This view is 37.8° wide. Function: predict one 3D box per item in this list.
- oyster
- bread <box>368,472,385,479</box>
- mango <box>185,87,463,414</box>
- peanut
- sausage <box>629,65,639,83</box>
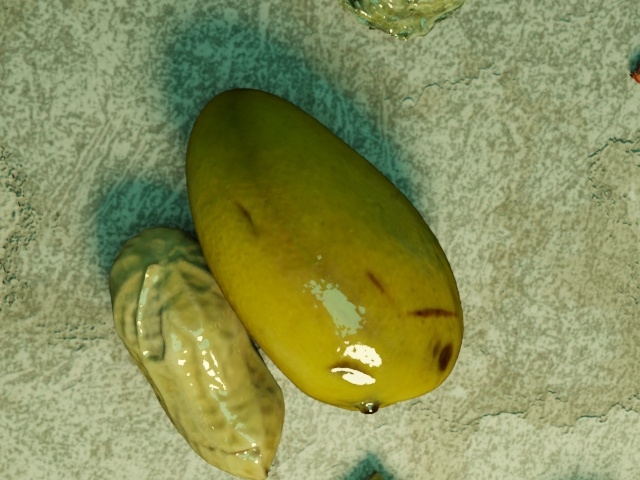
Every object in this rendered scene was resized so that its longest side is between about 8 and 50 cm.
[{"bbox_3d":[0.137,-0.376,1.170,0.198,0.112,0.268,37,89,-11],"label":"oyster"},{"bbox_3d":[-0.006,0.493,1.295,0.361,0.077,0.138,-42,102,0],"label":"bread"},{"bbox_3d":[0.000,0.000,1.136,0.220,0.301,0.445,-35,82,39],"label":"mango"},{"bbox_3d":[-0.150,0.142,1.183,0.174,0.158,0.340,-12,108,38],"label":"peanut"},{"bbox_3d":[0.478,-0.275,1.266,0.050,0.048,0.145,33,93,27],"label":"sausage"}]
